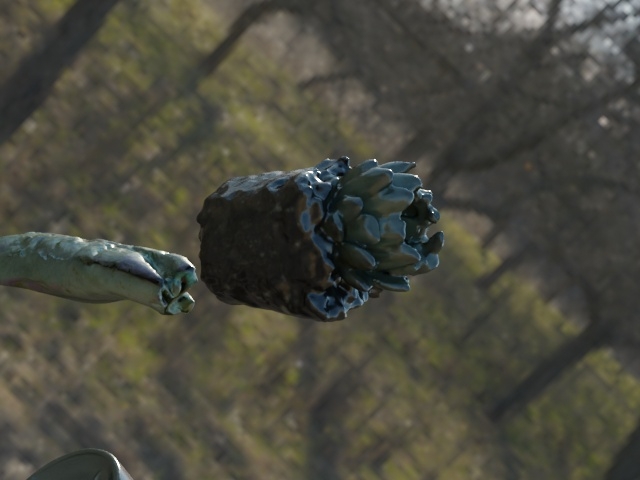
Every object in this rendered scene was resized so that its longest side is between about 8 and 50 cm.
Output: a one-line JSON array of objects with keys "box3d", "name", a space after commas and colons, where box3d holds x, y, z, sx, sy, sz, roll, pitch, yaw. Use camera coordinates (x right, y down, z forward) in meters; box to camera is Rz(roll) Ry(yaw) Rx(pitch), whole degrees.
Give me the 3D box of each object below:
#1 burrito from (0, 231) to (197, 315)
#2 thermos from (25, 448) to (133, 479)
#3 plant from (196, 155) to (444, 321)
[{"box3d": [-0.228, 0.031, 1.668, 0.309, 0.066, 0.096, 5, 4, 44], "name": "burrito"}, {"box3d": [-0.177, 0.328, 1.521, 0.265, 0.176, 0.146, 55, 42, -30], "name": "thermos"}, {"box3d": [0.000, 0.000, 1.417, 0.132, 0.195, 0.129, -29, 112, -61], "name": "plant"}]
